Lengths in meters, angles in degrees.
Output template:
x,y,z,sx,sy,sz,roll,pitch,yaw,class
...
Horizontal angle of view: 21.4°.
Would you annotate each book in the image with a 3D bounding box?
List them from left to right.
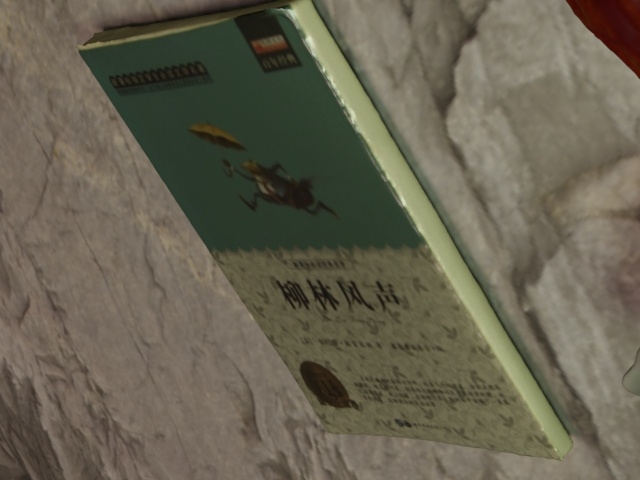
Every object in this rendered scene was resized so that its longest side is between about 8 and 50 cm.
x,y,z,sx,sy,sz,roll,pitch,yaw,class
0.000,0.000,1.194,0.264,0.031,0.379,-2,127,52,book

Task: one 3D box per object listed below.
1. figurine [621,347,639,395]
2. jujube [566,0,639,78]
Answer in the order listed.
x,y,z,sx,sy,sz,roll,pitch,yaw,class
0.226,0.057,0.886,0.147,0.126,0.192,17,158,25,figurine
0.216,-0.108,0.608,0.290,0.197,0.197,24,148,6,jujube
